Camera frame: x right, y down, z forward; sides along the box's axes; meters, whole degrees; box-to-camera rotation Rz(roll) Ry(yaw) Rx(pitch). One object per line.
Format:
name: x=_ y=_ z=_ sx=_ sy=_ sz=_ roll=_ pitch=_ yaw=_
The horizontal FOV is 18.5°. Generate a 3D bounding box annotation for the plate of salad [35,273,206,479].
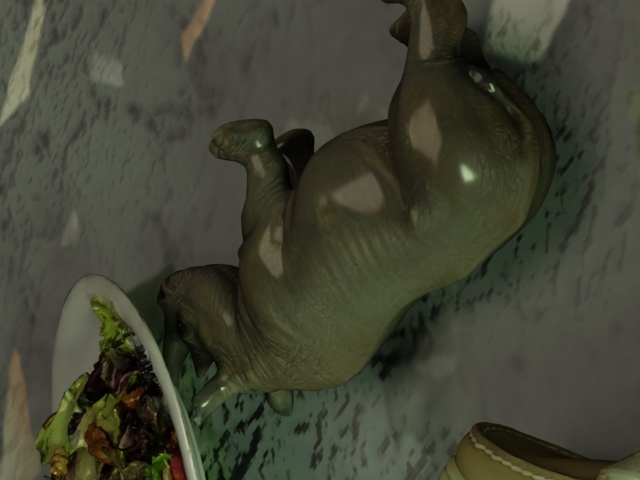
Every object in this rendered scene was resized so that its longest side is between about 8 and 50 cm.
plate of salad: x=-0.092 y=0.114 z=0.840 sx=0.200 sy=0.048 sz=0.200 roll=172 pitch=90 yaw=-67

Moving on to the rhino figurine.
rhino figurine: x=0.000 y=0.000 z=0.776 sx=0.243 sy=0.073 sz=0.106 roll=-44 pitch=65 yaw=38

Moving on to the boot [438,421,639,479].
boot: x=0.142 y=0.047 z=0.612 sx=0.213 sy=0.077 sz=0.165 roll=19 pitch=99 yaw=40
